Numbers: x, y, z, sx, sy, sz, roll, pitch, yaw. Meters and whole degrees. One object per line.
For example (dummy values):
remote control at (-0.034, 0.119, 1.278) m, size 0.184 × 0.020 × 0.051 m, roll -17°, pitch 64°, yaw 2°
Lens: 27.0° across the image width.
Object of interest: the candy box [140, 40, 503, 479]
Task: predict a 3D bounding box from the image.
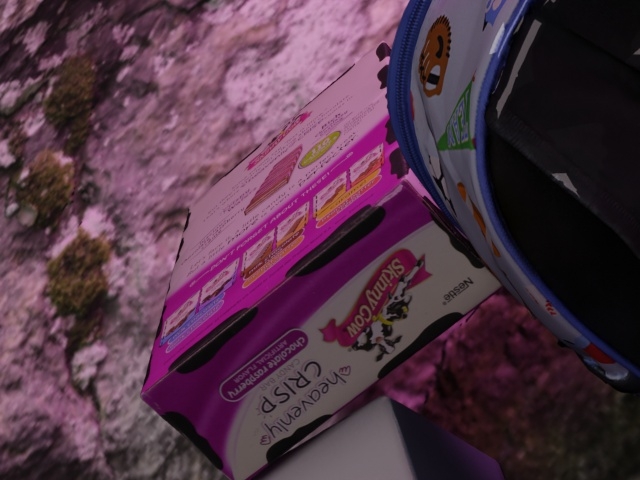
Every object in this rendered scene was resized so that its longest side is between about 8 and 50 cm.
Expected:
candy box at (0.000, 0.000, 0.681) m, size 0.159 × 0.071 × 0.233 m, roll -39°, pitch 18°, yaw 16°

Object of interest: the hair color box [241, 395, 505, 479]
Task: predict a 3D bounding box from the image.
hair color box at (-0.064, 0.254, 0.633) m, size 0.374 × 0.114 × 0.185 m, roll -33°, pitch 49°, yaw 19°

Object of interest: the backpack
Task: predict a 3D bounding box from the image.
backpack at (0.166, -0.057, 0.519) m, size 0.276 × 0.263 × 0.213 m, roll -54°, pitch 30°, yaw 1°
